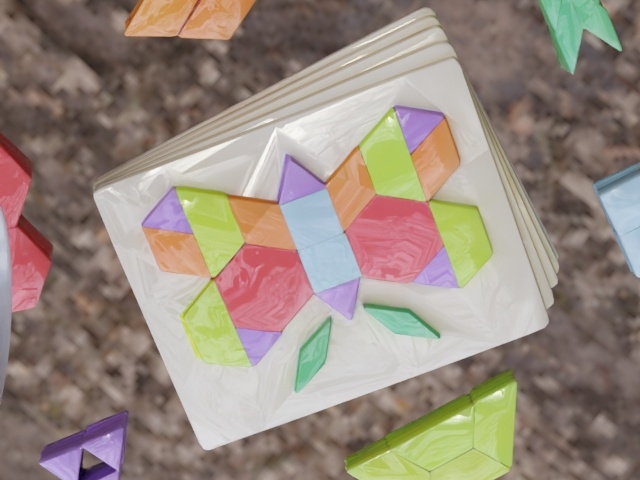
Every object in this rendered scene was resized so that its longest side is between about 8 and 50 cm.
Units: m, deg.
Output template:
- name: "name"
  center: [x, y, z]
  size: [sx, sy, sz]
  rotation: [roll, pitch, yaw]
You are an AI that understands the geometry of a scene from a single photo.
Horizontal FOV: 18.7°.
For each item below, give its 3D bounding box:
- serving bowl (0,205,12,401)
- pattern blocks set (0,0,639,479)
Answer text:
- name: "serving bowl"
  center: [-0.123, 0.026, 0.639]
  size: [0.027, 0.083, 0.083]
  rotation: [3, 154, 3]
- name: "pattern blocks set"
  center: [0.000, 0.000, 0.852]
  size: [0.285, 0.325, 0.026]
  rotation: [52, -172, -19]
